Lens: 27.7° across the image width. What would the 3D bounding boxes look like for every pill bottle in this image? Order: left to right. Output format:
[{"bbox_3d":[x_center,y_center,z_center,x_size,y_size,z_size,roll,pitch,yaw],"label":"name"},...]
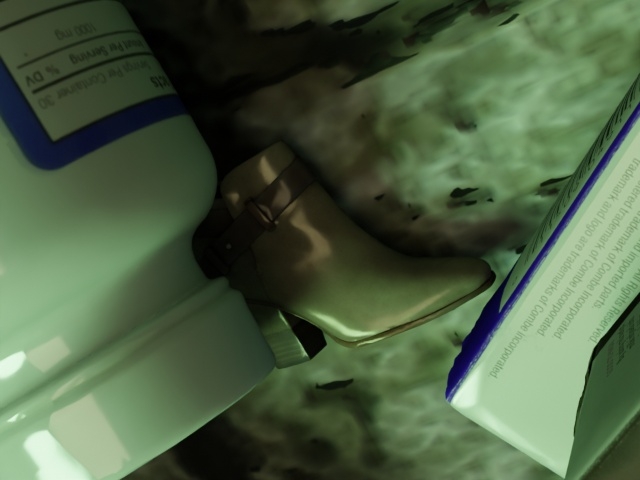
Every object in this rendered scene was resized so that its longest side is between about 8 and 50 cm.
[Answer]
[{"bbox_3d":[-0.133,-0.041,0.473,0.152,0.152,0.272,-30,93,24],"label":"pill bottle"}]

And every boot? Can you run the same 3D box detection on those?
[{"bbox_3d":[0.000,0.000,0.520,0.118,0.042,0.087,-23,99,22],"label":"boot"}]

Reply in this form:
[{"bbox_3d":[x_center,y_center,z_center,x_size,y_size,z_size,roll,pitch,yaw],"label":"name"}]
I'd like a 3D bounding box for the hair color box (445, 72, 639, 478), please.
[{"bbox_3d":[0.237,0.056,0.431,0.339,0.110,0.185,33,114,6],"label":"hair color box"}]

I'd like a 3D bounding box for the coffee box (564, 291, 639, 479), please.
[{"bbox_3d":[0.211,-0.017,0.293,0.168,0.119,0.297,37,111,4],"label":"coffee box"}]
